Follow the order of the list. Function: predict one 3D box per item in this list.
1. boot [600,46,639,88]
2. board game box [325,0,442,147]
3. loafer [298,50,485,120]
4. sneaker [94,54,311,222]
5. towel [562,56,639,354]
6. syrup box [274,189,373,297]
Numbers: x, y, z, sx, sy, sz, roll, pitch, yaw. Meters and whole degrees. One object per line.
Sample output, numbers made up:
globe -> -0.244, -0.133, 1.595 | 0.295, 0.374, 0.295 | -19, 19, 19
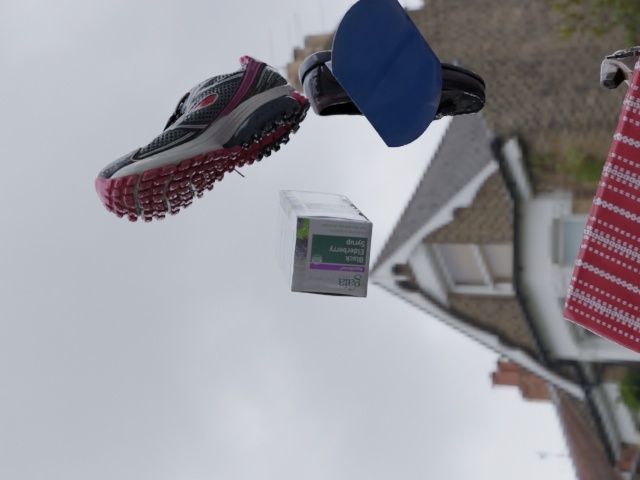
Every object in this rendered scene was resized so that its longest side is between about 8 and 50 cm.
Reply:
boot -> 0.450, -0.242, 1.716 | 0.087, 0.118, 0.042 | -52, -41, -38
board game box -> 0.066, -0.187, 1.350 | 0.169, 0.033, 0.133 | 50, -121, -29
loafer -> 0.113, -0.210, 1.835 | 0.302, 0.109, 0.095 | 5, -123, -21
sneaker -> -0.153, -0.122, 1.485 | 0.299, 0.112, 0.121 | -33, -17, -35
towel -> 0.312, -0.015, 0.953 | 0.031, 0.199, 0.275 | -33, -38, -49
syrup box -> 0.000, 0.000, 1.530 | 0.237, 0.093, 0.096 | -127, 41, -79
